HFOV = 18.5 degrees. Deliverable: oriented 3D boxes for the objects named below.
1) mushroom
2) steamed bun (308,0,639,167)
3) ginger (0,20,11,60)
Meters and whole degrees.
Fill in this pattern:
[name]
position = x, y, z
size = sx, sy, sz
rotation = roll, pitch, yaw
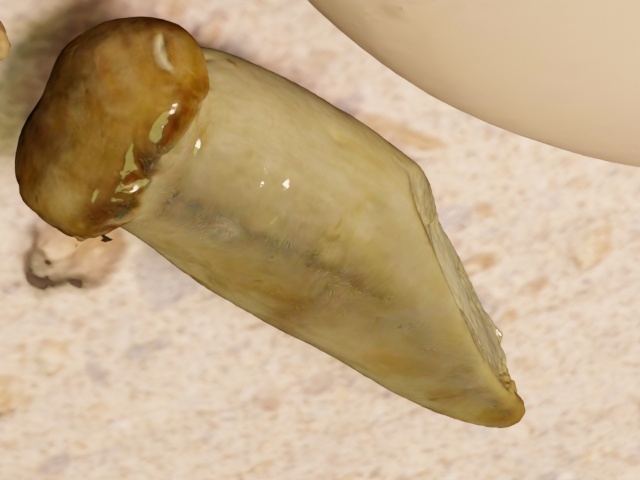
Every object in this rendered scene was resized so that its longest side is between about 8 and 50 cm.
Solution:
[mushroom]
position = 0.002, -0.002, 0.906
size = 0.107, 0.087, 0.333
rotation = -40, 134, 23
[steamed bun]
position = 0.120, -0.184, 0.627
size = 0.334, 0.334, 0.374
rotation = -42, 132, 20
[ginger]
position = -0.231, -0.071, 0.756
size = 0.216, 0.102, 0.157
rotation = 8, 154, -30
